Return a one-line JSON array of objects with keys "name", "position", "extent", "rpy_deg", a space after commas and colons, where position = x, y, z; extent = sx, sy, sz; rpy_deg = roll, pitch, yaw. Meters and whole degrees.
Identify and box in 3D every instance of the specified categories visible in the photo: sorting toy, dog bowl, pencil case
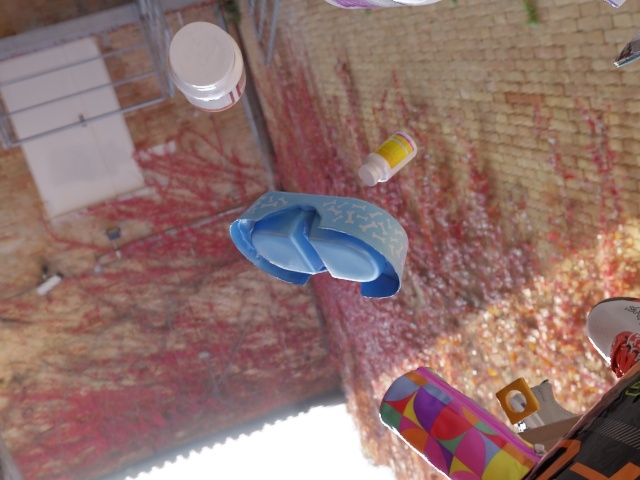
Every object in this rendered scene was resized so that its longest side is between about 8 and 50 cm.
[{"name": "sorting toy", "position": [0.402, 0.392, 1.253], "extent": [0.047, 0.347, 0.196], "rpy_deg": [0, 157, -45]}, {"name": "dog bowl", "position": [0.000, 0.000, 1.149], "extent": [0.297, 0.166, 0.074], "rpy_deg": [7, -125, 35]}, {"name": "pencil case", "position": [0.180, 0.239, 0.897], "extent": [0.104, 0.104, 0.236], "rpy_deg": [-28, -138, -33]}]

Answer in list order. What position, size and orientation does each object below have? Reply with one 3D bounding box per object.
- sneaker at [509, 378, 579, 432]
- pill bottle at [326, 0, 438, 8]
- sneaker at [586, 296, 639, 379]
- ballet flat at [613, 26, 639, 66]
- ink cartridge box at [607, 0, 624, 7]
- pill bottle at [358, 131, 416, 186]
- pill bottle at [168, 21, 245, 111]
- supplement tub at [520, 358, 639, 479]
[{"name": "sneaker", "position": [0.480, 0.384, 1.423], "extent": [0.115, 0.281, 0.105], "rpy_deg": [-36, 163, -10]}, {"name": "pill bottle", "position": [0.099, -0.388, 0.973], "extent": [0.169, 0.169, 0.301], "rpy_deg": [-22, -158, -18]}, {"name": "sneaker", "position": [0.343, 0.145, 0.772], "extent": [0.145, 0.090, 0.270], "rpy_deg": [-12, -150, -28]}, {"name": "ballet flat", "position": [0.383, -0.233, 0.850], "extent": [0.114, 0.041, 0.041], "rpy_deg": [-19, -166, 26]}, {"name": "ink cartridge box", "position": [0.219, -0.311, 0.580], "extent": [0.208, 0.206, 0.045], "rpy_deg": [-49, -166, 55]}, {"name": "pill bottle", "position": [0.089, -0.109, 1.022], "extent": [0.083, 0.043, 0.043], "rpy_deg": [-41, -153, -27]}, {"name": "pill bottle", "position": [-0.188, -0.289, 1.266], "extent": [0.121, 0.121, 0.221], "rpy_deg": [-17, -178, -3]}, {"name": "supplement tub", "position": [0.177, 0.187, 0.378], "extent": [0.316, 0.193, 0.193], "rpy_deg": [-40, -156, -13]}]
